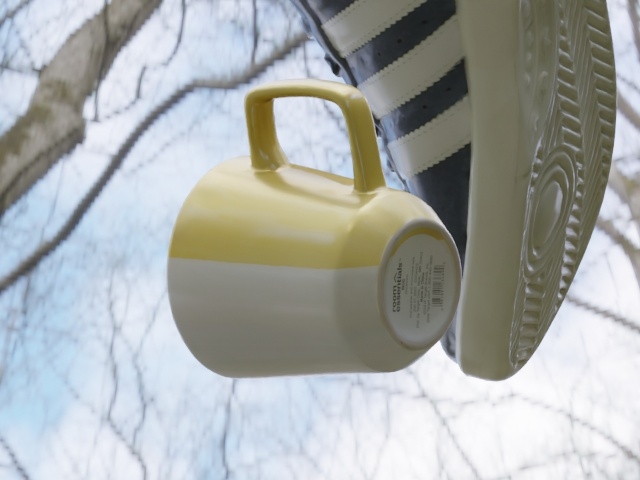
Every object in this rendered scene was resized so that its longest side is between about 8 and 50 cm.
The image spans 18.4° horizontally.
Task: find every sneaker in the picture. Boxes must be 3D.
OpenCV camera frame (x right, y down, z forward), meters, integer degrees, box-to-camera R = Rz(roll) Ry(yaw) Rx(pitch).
[{"bbox_3d":[0.041,-0.098,0.868,0.148,0.131,0.350,11,-55,25],"label":"sneaker"}]

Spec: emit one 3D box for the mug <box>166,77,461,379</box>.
[{"bbox_3d":[-0.001,0.004,0.523,0.064,0.062,0.078,5,-42,42],"label":"mug"}]
